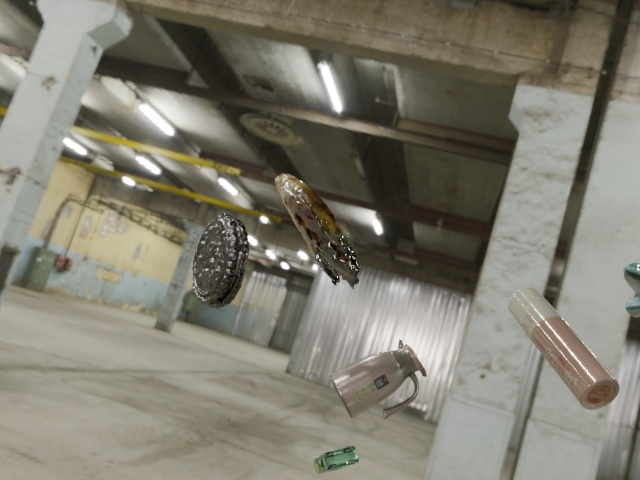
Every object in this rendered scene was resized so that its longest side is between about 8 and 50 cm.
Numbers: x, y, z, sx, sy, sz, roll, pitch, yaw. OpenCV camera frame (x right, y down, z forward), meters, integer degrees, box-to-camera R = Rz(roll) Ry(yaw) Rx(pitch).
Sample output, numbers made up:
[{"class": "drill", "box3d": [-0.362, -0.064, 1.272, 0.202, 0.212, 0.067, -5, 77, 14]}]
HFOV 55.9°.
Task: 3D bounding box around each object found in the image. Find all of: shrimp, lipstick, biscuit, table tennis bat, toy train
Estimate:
[{"class": "shrimp", "box3d": [0.000, 0.000, 1.217, 0.365, 0.071, 0.233, 52, -14, 46]}, {"class": "lipstick", "box3d": [0.425, 0.184, 1.079, 0.070, 0.070, 0.254, 22, 24, -24]}, {"class": "biscuit", "box3d": [-0.203, 0.042, 1.214, 0.053, 0.194, 0.194, 15, -7, -33]}, {"class": "table tennis bat", "box3d": [0.476, 0.085, 0.856, 0.124, 0.033, 0.201, 49, 2, 17]}, {"class": "toy train", "box3d": [0.032, 0.453, 1.240, 0.093, 0.038, 0.056, -3, -29, -33]}]

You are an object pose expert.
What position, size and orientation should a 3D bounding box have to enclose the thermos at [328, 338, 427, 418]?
[{"class": "thermos", "box3d": [0.134, 0.308, 1.307, 0.193, 0.137, 0.105, -26, -17, -8]}]
